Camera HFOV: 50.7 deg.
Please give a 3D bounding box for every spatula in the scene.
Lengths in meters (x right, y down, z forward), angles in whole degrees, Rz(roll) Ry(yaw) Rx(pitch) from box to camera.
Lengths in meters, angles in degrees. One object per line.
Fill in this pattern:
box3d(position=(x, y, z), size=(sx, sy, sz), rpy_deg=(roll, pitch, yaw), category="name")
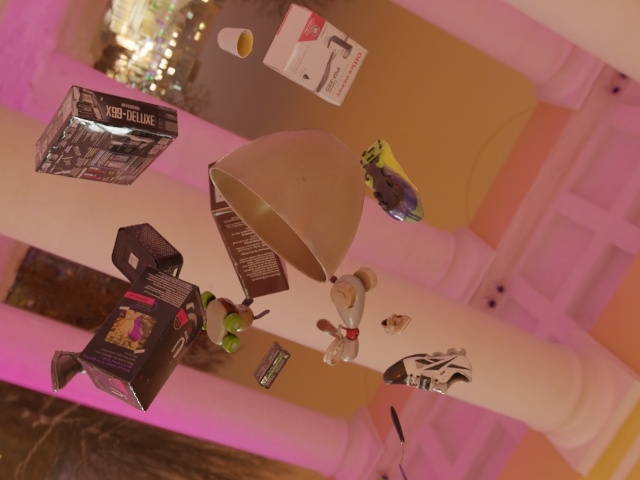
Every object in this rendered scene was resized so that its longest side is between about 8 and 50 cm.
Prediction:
box3d(position=(0.243, 0.626, 2.023), size=(0.297, 0.030, 0.084), rpy_deg=(-96, 171, -45), category="spatula")

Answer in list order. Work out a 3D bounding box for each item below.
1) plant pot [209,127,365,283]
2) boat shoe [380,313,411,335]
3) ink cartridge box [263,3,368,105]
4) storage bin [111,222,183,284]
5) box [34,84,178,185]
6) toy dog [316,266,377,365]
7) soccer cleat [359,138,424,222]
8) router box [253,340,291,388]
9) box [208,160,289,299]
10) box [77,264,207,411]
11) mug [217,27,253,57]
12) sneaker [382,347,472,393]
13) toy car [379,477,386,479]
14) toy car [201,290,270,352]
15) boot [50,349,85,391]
box3d(position=(-0.031, -0.090, 1.206), size=(0.191, 0.284, 0.284), rpy_deg=(-47, -166, -13), category="plant pot")
box3d(position=(0.246, 0.275, 2.253), size=(0.063, 0.059, 0.170), rpy_deg=(-47, -179, -26), category="boat shoe")
box3d(position=(-0.008, -0.447, 1.647), size=(0.092, 0.217, 0.159), rpy_deg=(35, -79, 41), category="ink cartridge box")
box3d(position=(-0.456, 0.049, 1.772), size=(0.084, 0.180, 0.122), rpy_deg=(-16, 137, -50), category="storage bin")
box3d(position=(-0.510, -0.234, 1.596), size=(0.307, 0.242, 0.077), rpy_deg=(-29, -119, 49), category="box")
box3d(position=(0.065, 0.231, 2.231), size=(0.161, 0.220, 0.334), rpy_deg=(25, -77, 33), category="toy dog")
box3d(position=(0.170, -0.139, 1.618), size=(0.093, 0.121, 0.289), rpy_deg=(-46, -148, 23), category="soccer cleat")
box3d(position=(-0.141, 0.360, 1.962), size=(0.122, 0.038, 0.092), rpy_deg=(-57, -164, -3), category="router box")
box3d(position=(-0.195, -0.029, 1.883), size=(0.382, 0.143, 0.191), rpy_deg=(78, 0, -49), category="box")
box3d(position=(-0.394, 0.221, 1.538), size=(0.270, 0.143, 0.165), rpy_deg=(-59, 162, -31), category="box")
box3d(position=(-0.191, -0.438, 1.500), size=(0.062, 0.064, 0.078), rpy_deg=(-59, 155, -24), category="mug")
box3d(position=(0.397, 0.495, 2.468), size=(0.123, 0.330, 0.146), rpy_deg=(81, -4, -47), category="sneaker")
box3d(position=(0.269, 0.908, 2.328), size=(0.053, 0.239, 0.225), rpy_deg=(-43, -142, -13), category="toy car")
box3d(position=(-0.247, 0.218, 2.017), size=(0.155, 0.188, 0.149), rpy_deg=(34, -51, 34), category="toy car")
box3d(position=(-0.566, 0.311, 1.708), size=(0.190, 0.208, 0.076), rpy_deg=(-127, -141, -66), category="boot")
